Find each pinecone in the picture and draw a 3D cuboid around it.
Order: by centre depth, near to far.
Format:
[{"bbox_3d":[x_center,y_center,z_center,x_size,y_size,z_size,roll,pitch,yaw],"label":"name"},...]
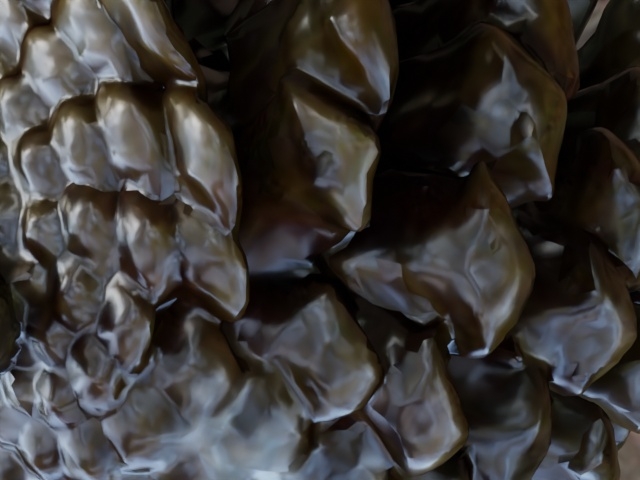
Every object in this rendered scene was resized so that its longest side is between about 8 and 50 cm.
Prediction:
[{"bbox_3d":[0.001,0.002,0.427,0.212,0.169,0.185,13,151,-32],"label":"pinecone"}]
